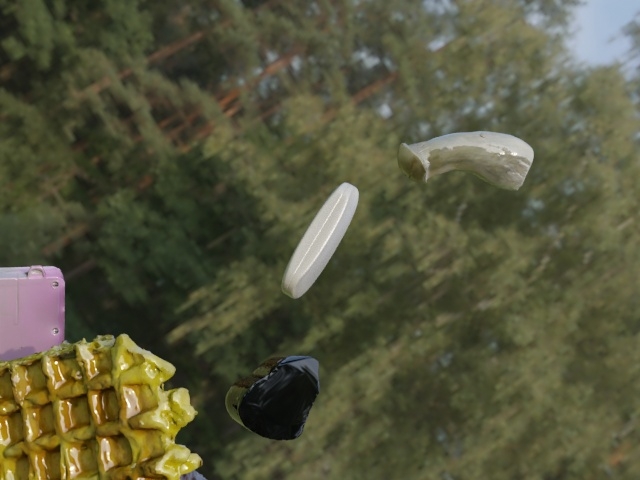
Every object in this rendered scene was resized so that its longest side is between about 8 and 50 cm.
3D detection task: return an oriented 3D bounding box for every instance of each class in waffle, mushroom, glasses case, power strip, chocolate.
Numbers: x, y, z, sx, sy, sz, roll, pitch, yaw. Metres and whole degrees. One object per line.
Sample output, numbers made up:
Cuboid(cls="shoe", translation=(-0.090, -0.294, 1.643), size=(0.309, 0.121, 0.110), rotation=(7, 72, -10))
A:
Cuboid(cls="waffle", translation=(-0.251, 0.220, 1.327), size=(0.312, 0.307, 0.060), rotation=(24, 11, 31))
Cuboid(cls="mushroom", translation=(0.236, -0.135, 2.230), size=(0.081, 0.223, 0.092), rotation=(-112, -153, -61))
Cuboid(cls="glasses case", translation=(0.000, 0.000, 2.048), size=(0.049, 0.193, 0.074), rotation=(29, -11, 13))
Cuboid(cls="power strip", translation=(-0.334, 0.156, 1.484), size=(0.037, 0.109, 0.278), rotation=(-132, -137, -66))
Cuboid(cls="chocolate", translation=(-0.070, 0.235, 2.056), size=(0.080, 0.149, 0.125), rotation=(19, -38, 54))

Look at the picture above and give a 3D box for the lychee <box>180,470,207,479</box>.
Cuboid(cls="lychee", translation=(-0.285, 0.424, 2.020), size=(0.300, 0.300, 0.300), rotation=(51, -16, 21))
